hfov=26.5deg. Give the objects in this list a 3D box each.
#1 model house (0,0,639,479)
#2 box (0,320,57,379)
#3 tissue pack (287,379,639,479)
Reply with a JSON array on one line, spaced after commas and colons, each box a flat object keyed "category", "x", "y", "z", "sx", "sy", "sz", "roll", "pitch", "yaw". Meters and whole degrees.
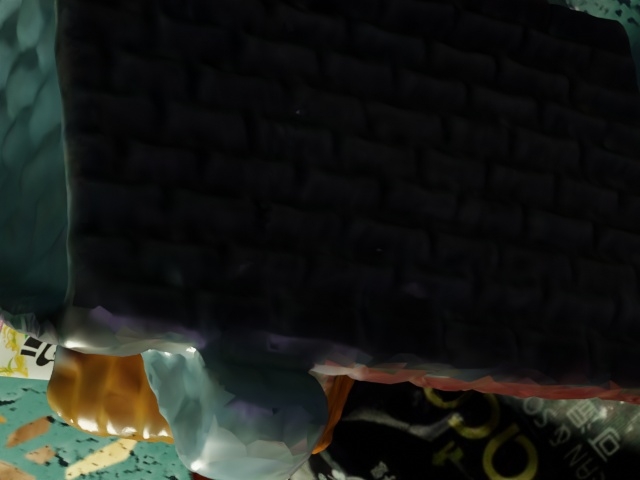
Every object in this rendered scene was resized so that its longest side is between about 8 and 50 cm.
[{"category": "model house", "x": 0.000, "y": 0.000, "z": 0.658, "sx": 0.360, "sy": 0.339, "sz": 0.297, "roll": 10, "pitch": 119, "yaw": -31}, {"category": "box", "x": -0.110, "y": 0.061, "z": 0.853, "sx": 0.207, "sy": 0.041, "sz": 0.050, "roll": 8, "pitch": 122, "yaw": -31}, {"category": "tissue pack", "x": 0.142, "y": 0.117, "z": 0.867, "sx": 0.332, "sy": 0.245, "sz": 0.123, "roll": -43, "pitch": 152, "yaw": 16}]
